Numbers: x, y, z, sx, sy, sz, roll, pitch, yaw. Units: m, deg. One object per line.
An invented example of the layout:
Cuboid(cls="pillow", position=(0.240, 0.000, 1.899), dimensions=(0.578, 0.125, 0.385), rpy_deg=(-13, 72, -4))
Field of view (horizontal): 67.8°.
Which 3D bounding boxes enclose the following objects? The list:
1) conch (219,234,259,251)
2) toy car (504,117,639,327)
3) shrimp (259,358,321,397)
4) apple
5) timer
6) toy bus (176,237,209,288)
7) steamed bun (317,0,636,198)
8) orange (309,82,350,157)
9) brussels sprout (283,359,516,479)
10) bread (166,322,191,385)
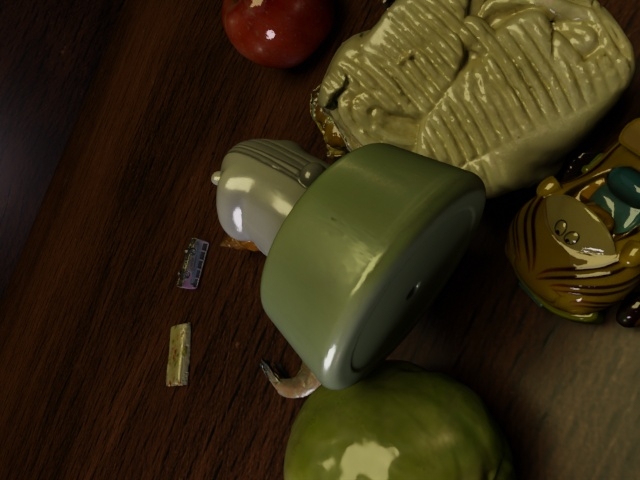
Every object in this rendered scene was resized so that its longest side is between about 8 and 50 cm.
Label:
Cuboid(cls="conch", position=(-0.084, -0.060, 1.005), dimensions=(0.330, 0.109, 0.093), rpy_deg=(-29, 26, 17))
Cuboid(cls="toy car", position=(0.333, -0.020, 0.560), dimensions=(0.248, 0.142, 0.200), rpy_deg=(-50, 48, 16))
Cuboid(cls="shrimp", position=(-0.056, 0.195, 0.921), dimensions=(0.152, 0.046, 0.219), rpy_deg=(-35, 55, 26))
Cuboid(cls="apple", position=(-0.097, -0.526, 1.083), dimensions=(0.261, 0.217, 0.260), rpy_deg=(-16, 66, 40))
Cuboid(cls="timer", position=(-0.006, -0.022, 0.605), dimensions=(0.315, 0.291, 0.290), rpy_deg=(35, 101, 25))
Cuboid(cls="toy bus", position=(-0.324, 0.060, 1.212), dimensions=(0.037, 0.052, 0.130), rpy_deg=(2, 75, 48))
Cuboid(cls="steamed bun", position=(0.201, -0.228, 0.694), dimensions=(0.394, 0.237, 0.346), rpy_deg=(2, 98, 12))
Cuboid(cls="orange", position=(0.057, -0.243, 0.919), dimensions=(0.160, 0.112, 0.169), rpy_deg=(28, 119, 34))
Cuboid(cls="brussels sprout", position=(0.087, 0.304, 0.630), dimensions=(0.274, 0.243, 0.316), rpy_deg=(36, 108, 19))
Cuboid(cls="bread", position=(-0.351, 0.282, 1.179), dimensions=(0.068, 0.028, 0.153), rpy_deg=(-20, 61, 39))
